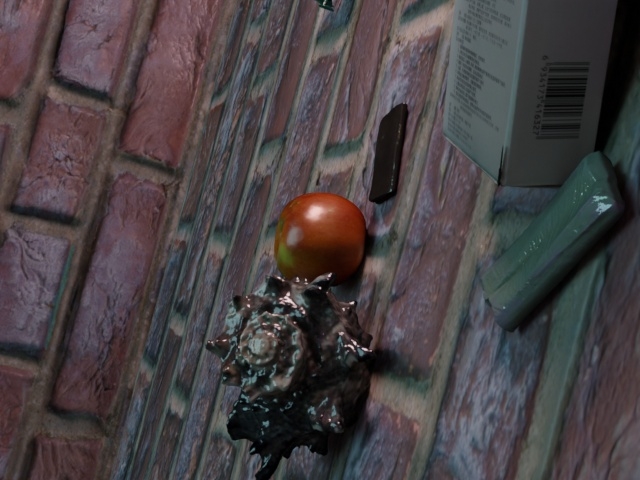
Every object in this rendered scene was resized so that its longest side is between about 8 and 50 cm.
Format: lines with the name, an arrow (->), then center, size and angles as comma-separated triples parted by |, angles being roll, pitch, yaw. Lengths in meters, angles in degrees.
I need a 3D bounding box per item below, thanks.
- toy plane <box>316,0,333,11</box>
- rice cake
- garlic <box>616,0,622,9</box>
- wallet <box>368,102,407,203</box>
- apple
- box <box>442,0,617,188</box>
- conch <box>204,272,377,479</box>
toy plane -> 0.023, -0.521, 2.044 | 0.235, 0.096, 0.060 | 106, 178, -77
rice cake -> 0.240, 0.009, 1.060 | 0.221, 0.042, 0.080 | 124, 150, -41
garlic -> 0.335, -0.387, 1.038 | 0.143, 0.112, 0.318 | -106, 25, -53
wallet -> 0.106, -0.136, 1.599 | 0.082, 0.018, 0.156 | 147, 136, -62
apple -> 0.000, 0.000, 1.626 | 0.163, 0.139, 0.163 | -174, 90, -81
box -> 0.220, -0.227, 1.085 | 0.200, 0.106, 0.299 | -119, 31, -65
conch -> -0.049, 0.188, 1.459 | 0.186, 0.241, 0.313 | -89, 6, -73
